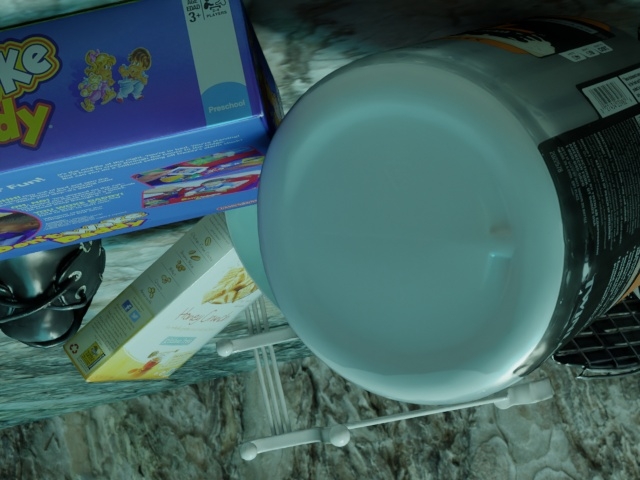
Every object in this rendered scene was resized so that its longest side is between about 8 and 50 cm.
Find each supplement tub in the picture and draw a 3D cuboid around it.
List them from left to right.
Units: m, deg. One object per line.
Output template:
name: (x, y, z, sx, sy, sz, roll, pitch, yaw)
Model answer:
supplement tub: (0.116, -0.034, 0.871, 0.194, 0.193, 0.316, -17, -177, 31)

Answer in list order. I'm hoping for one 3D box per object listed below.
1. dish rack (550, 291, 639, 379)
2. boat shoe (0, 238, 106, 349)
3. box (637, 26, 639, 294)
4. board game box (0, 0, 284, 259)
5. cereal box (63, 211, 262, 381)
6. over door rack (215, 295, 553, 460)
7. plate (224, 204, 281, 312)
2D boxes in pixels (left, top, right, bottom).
dish rack: (0.154, 0.012, 1.158, 0.208, 0.271, 0.074, -3, 139, -48)
boat shoe: (-0.236, 0.030, 1.179, 0.127, 0.113, 0.340, -9, 171, -16)
box: (0.320, -0.053, 1.037, 0.175, 0.220, 0.051, -4, -151, 4)
board game box: (-0.197, -0.047, 0.863, 0.347, 0.078, 0.233, -12, 171, 2)
cereal box: (-0.101, 0.037, 1.306, 0.240, 0.047, 0.173, -41, 164, 13)
over door rack: (0.045, 0.075, 1.434, 0.324, 0.239, 0.108, -13, 176, 10)
plate: (0.000, 0.000, 1.146, 0.024, 0.188, 0.188, -40, -169, -38)
